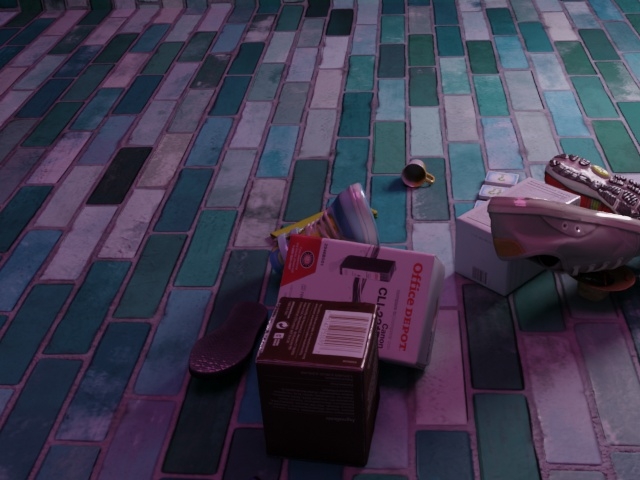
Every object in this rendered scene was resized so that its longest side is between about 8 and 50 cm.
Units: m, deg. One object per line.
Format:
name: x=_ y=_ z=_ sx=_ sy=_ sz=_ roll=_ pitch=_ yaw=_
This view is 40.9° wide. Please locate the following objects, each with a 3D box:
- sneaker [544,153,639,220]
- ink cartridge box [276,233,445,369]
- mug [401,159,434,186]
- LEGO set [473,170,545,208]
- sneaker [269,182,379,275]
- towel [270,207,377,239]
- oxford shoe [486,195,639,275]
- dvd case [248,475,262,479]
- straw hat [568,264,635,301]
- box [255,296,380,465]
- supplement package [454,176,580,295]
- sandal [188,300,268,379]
sneaker: x=0.607 y=-0.084 z=1.850 sx=0.279 sy=0.118 sz=0.107 roll=38 pitch=60 yaw=25
ink cartridge box: x=0.070 y=0.109 z=1.538 sx=0.272 sy=0.197 sz=0.114 roll=8 pitch=-9 yaw=17
mug: x=0.239 y=-0.165 z=2.129 sx=0.062 sy=0.078 sz=0.064 roll=-28 pitch=14 yaw=22
LEGO set: x=0.496 y=-0.112 z=2.009 sx=0.244 sy=0.060 sz=0.182 roll=10 pitch=38 yaw=19
sneaker: x=0.000 y=0.000 z=1.694 sx=0.208 sy=0.319 sz=0.127 roll=-16 pitch=70 yaw=-7
towel: x=0.010 y=-0.035 z=1.962 sx=0.237 sy=0.021 sz=0.102 roll=-23 pitch=31 yaw=-28
oxford shoe: x=0.500 y=0.005 z=1.636 sx=0.449 sy=0.130 sz=0.169 roll=7 pitch=-3 yaw=-28
dvd case: x=-0.085 y=0.446 z=1.188 sx=0.180 sy=0.022 sz=0.253 roll=-25 pitch=38 yaw=-32
straw hat: x=0.538 y=0.085 z=1.679 sx=0.144 sy=0.061 sz=0.144 roll=6 pitch=31 yaw=-3
box: x=0.002 y=0.222 z=1.368 sx=0.167 sy=0.203 sz=0.168 roll=3 pitch=32 yaw=10
supplement package: x=0.409 y=-0.013 z=1.779 sx=0.244 sy=0.134 sz=0.139 roll=-27 pitch=39 yaw=-33
sandal: x=-0.160 y=0.193 z=1.585 sx=0.097 sy=0.055 sz=0.254 roll=15 pitch=26 yaw=15
